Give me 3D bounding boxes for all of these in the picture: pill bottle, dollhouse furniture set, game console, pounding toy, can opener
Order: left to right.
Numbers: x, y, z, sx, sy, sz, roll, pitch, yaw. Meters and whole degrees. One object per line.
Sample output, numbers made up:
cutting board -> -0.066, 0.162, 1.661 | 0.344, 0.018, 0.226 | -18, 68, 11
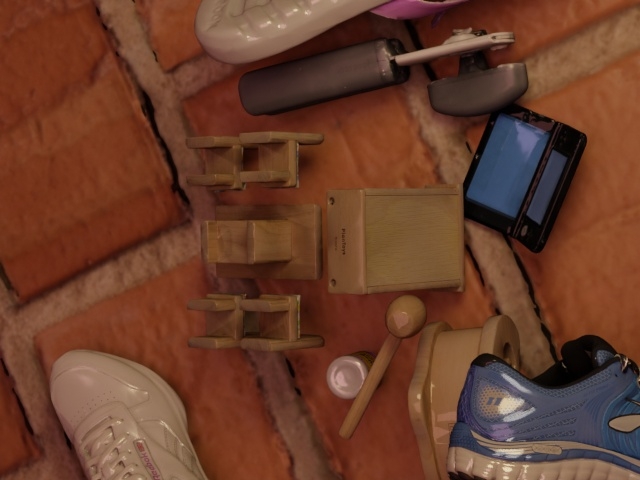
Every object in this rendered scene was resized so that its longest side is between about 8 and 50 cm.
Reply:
dollhouse furniture set -> 0.000, 0.000, 1.585 | 0.242, 0.161, 0.212 | 0, 92, 41
pill bottle -> 0.038, 0.132, 1.579 | 0.043, 0.083, 0.043 | 1, 92, 19
can opener -> 0.061, -0.149, 1.568 | 0.283, 0.076, 0.095 | -12, 91, 21
pounding toy -> 0.113, 0.161, 1.532 | 0.155, 0.154, 0.269 | -7, 108, 21
game console -> 0.191, -0.062, 1.530 | 0.071, 0.107, 0.122 | 19, 99, -11

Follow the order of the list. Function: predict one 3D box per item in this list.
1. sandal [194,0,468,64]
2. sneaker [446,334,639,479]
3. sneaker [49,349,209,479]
sandal -> 0.083, -0.256, 1.533 | 0.416, 0.169, 0.102 | -17, 130, 9
sneaker -> 0.274, 0.159, 1.418 | 0.330, 0.130, 0.147 | 8, 81, -21
sneaker -> -0.182, 0.234, 1.624 | 0.114, 0.152, 0.305 | -44, 77, 17
